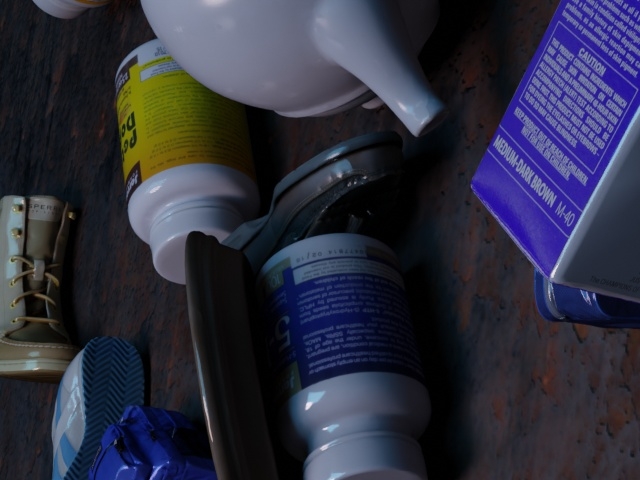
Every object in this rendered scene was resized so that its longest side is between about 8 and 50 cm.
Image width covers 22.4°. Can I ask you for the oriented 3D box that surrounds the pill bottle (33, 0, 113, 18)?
[{"bbox_3d":[-0.243,-0.325,1.752,0.208,0.117,0.118,-34,51,51],"label":"pill bottle"}]

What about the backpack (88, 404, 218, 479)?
[{"bbox_3d":[-0.149,0.197,1.415,0.098,0.101,0.120,-62,29,14],"label":"backpack"}]

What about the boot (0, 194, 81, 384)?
[{"bbox_3d":[-0.311,0.050,1.759,0.262,0.095,0.204,3,81,65],"label":"boot"}]

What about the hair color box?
[{"bbox_3d":[0.234,-0.127,0.782,0.339,0.185,0.110,-64,31,22],"label":"hair color box"}]

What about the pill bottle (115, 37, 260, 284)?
[{"bbox_3d":[-0.118,-0.071,1.439,0.117,0.117,0.215,-48,41,41],"label":"pill bottle"}]

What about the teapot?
[{"bbox_3d":[-0.001,-0.182,1.223,0.252,0.187,0.256,-13,34,37],"label":"teapot"}]

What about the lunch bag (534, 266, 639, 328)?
[{"bbox_3d":[0.167,0.017,0.931,0.065,0.098,0.067,-13,73,61],"label":"lunch bag"}]

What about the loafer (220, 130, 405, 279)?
[{"bbox_3d":[0.000,0.000,1.260,0.267,0.096,0.084,-40,66,57],"label":"loafer"}]

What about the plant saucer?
[{"bbox_3d":[-0.052,0.125,1.196,0.278,0.041,0.278,-12,-90,-89],"label":"plant saucer"}]

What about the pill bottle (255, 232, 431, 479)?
[{"bbox_3d":[0.019,0.099,1.145,0.112,0.112,0.187,-49,40,41],"label":"pill bottle"}]

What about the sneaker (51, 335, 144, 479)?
[{"bbox_3d":[-0.219,0.213,1.555,0.092,0.087,0.229,140,141,-57],"label":"sneaker"}]
